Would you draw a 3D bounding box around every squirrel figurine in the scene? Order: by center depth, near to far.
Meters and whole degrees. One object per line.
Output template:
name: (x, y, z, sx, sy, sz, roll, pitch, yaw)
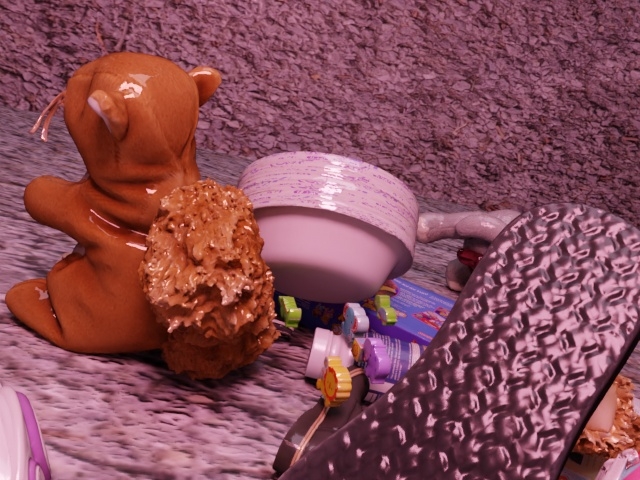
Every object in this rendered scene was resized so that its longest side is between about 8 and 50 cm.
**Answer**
squirrel figurine: (-0.190, -0.030, 0.750, 0.397, 0.370, 0.281, 32, 34, 25)

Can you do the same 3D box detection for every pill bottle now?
pill bottle: (0.068, 0.175, 0.827, 0.170, 0.094, 0.094, 15, 15, -1)

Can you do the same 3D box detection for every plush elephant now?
plush elephant: (0.393, 0.077, 1.266, 0.330, 0.272, 0.255, -14, 48, 18)

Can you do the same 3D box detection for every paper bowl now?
paper bowl: (0.000, 0.000, 0.894, 0.284, 0.148, 0.284, 9, -22, 4)

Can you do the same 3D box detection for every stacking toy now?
stacking toy: (0.055, 0.124, 0.751, 0.167, 0.052, 0.221, 4, 25, -23)

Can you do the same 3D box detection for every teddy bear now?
teddy bear: (0.246, 0.169, 0.627, 0.245, 0.113, 0.338, 26, -1, 19)

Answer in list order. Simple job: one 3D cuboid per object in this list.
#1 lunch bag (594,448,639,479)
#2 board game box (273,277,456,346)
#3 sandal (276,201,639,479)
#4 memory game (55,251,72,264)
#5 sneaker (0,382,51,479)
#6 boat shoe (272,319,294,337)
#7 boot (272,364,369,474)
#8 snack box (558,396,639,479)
lunch bag: (0.341, 0.246, 0.390, 0.293, 0.258, 0.120, -6, 5, 24)
board game box: (0.106, 0.128, 1.065, 0.347, 0.078, 0.233, 23, 18, 30)
sandal: (0.109, 0.166, 0.455, 0.168, 0.446, 0.107, 36, -14, 33)
memory game: (-0.366, 0.049, 1.041, 0.186, 0.012, 0.186, 14, 15, -4)
sneaker: (-0.334, 0.170, 0.504, 0.152, 0.114, 0.305, -19, 29, -40)
boat shoe: (-0.104, 0.138, 0.916, 0.125, 0.038, 0.046, 16, -28, -16)
boot: (0.050, 0.232, 0.679, 0.137, 0.076, 0.198, 25, 30, 18)
snack box: (0.357, 0.270, 0.818, 0.187, 0.060, 0.322, 21, 16, 27)
